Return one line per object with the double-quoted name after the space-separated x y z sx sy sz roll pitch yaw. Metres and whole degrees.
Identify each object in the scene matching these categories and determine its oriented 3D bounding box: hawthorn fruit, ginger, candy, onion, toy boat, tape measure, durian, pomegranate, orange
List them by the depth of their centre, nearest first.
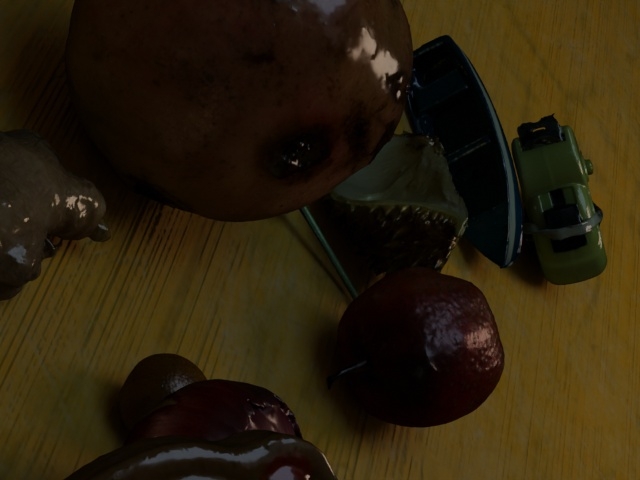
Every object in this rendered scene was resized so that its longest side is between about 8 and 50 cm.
-0.084 0.222 1.408 0.248 0.161 0.248 -15 90 -82 "onion"
-0.245 -0.035 1.525 0.213 0.074 0.137 -36 103 -57 "ginger"
-0.125 0.132 1.546 0.085 0.085 0.085 38 34 -32 "orange"
-0.073 -0.165 1.686 0.322 0.322 0.322 38 34 -32 "pomegranate"
0.081 0.110 1.820 0.194 0.157 0.157 -16 75 -42 "hawthorn fruit"
0.000 0.000 1.905 0.202 0.061 0.061 60 27 -14 "candy"
0.086 -0.032 1.961 0.144 0.139 0.252 55 13 -20 "durian"
0.177 -0.097 2.221 0.062 0.096 0.299 24 44 -58 "toy boat"
0.286 -0.034 2.289 0.200 0.106 0.175 62 16 -70 "tape measure"

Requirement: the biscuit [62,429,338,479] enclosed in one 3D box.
-0.076 0.307 1.265 0.359 0.074 0.381 -41 114 -17 "biscuit"
